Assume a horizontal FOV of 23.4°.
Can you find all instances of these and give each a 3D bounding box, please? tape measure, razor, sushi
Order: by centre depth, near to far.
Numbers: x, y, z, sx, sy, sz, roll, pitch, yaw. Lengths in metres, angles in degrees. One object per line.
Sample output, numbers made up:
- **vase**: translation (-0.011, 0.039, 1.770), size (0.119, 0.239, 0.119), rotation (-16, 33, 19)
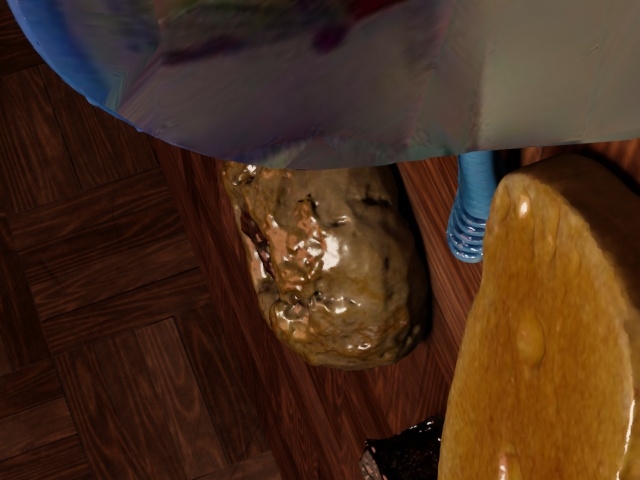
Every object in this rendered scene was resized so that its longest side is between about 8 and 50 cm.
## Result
- **tape measure**: translation (0.000, -0.156, 0.552), size (0.138, 0.262, 0.259), rotation (-104, 3, -48)
- **razor**: translation (0.093, -0.050, 0.838), size (0.253, 0.042, 0.082), rotation (91, 158, -67)
- **sushi**: translation (0.084, 0.200, 1.259), size (0.094, 0.084, 0.098), rotation (91, 154, -55)

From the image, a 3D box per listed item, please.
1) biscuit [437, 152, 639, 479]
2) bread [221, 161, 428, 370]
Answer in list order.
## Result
- **biscuit**: translation (0.128, 0.142, 0.757), size (0.287, 0.057, 0.344), rotation (-114, 26, -59)
- **bread**: translation (0.000, 0.000, 1.235), size (0.230, 0.123, 0.230), rotation (161, 90, -83)
